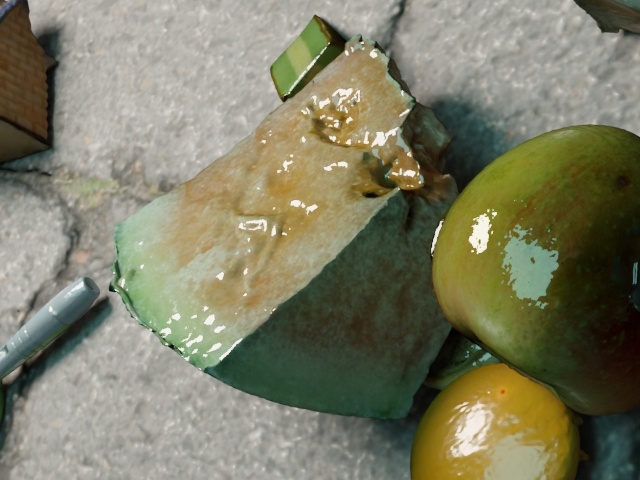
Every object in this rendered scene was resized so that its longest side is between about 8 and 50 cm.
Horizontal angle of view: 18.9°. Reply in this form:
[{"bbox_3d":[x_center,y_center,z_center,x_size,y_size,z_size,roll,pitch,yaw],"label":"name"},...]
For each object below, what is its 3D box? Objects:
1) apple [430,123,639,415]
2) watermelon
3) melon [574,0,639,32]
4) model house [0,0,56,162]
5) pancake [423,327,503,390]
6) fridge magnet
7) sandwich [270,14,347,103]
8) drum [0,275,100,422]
[{"bbox_3d":[0.186,0.013,1.369,0.207,0.174,0.188,37,85,26],"label":"apple"},{"bbox_3d":[0.002,0.014,1.549,0.302,0.151,0.264,-38,37,-2],"label":"watermelon"},{"bbox_3d":[0.250,-0.191,1.473,0.093,0.202,0.139,68,152,16],"label":"melon"},{"bbox_3d":[-0.380,-0.178,1.932,0.166,0.183,0.172,-14,64,33],"label":"model house"},{"bbox_3d":[0.112,0.054,1.520,0.139,0.022,0.139,-22,54,34],"label":"pancake"},{"bbox_3d":[0.131,0.161,1.429,0.143,0.063,0.143,-16,61,32],"label":"fridge magnet"},{"bbox_3d":[-0.018,-0.163,1.697,0.074,0.074,0.116,-50,47,9],"label":"sandwich"},{"bbox_3d":[-0.303,0.136,1.811,0.253,0.049,0.130,-27,54,28],"label":"drum"}]
